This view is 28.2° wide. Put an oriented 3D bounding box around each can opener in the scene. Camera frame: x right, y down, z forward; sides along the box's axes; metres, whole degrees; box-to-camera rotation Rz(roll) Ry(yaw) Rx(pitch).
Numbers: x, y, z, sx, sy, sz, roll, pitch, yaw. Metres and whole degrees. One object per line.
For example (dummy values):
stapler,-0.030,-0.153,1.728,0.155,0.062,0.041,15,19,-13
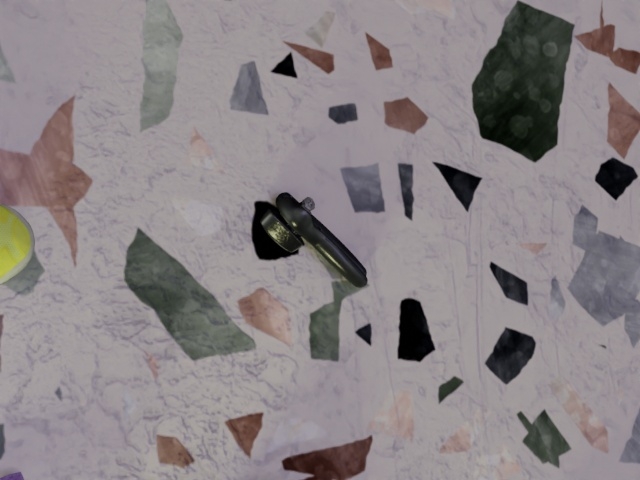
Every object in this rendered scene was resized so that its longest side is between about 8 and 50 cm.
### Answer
can opener,0.000,0.000,1.816,0.186,0.073,0.059,38,28,-23

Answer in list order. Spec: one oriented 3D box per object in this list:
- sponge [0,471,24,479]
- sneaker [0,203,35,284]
sponge,-0.377,0.390,1.514,0.117,0.031,0.210,-15,70,-31
sneaker,-0.513,-0.011,1.467,0.385,0.147,0.145,8,78,-30
